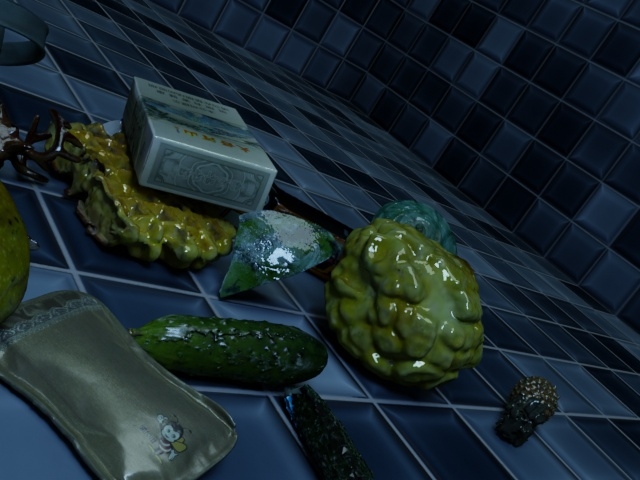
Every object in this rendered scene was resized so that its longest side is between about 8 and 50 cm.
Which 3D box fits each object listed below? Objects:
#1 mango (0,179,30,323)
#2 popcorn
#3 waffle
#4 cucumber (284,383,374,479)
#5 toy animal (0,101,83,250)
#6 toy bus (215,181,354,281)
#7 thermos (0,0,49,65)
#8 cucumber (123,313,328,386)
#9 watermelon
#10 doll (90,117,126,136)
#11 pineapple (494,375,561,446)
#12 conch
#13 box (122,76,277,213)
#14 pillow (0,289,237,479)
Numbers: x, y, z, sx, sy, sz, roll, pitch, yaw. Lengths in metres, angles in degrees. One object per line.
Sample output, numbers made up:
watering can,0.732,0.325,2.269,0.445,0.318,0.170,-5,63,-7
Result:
mango,-0.359,-0.057,0.501,0.330,0.176,0.176,23,-13,-22
popcorn,0.113,0.083,0.929,0.217,0.181,0.235,23,24,-40
waffle,-0.237,-0.060,0.907,0.283,0.065,0.309,32,13,-8
cucumber,0.026,0.216,0.633,0.044,0.043,0.256,26,16,-37
toy animal,-0.362,-0.069,0.715,0.260,0.087,0.243,17,35,-44
toy bus,0.000,0.000,1.109,0.409,0.092,0.093,29,15,-12
thermos,-0.384,-0.212,0.719,0.182,0.144,0.287,10,-4,-31
cucumber,-0.086,0.108,0.696,0.227,0.069,0.069,14,25,-39
watermelon,-0.052,0.011,0.889,0.155,0.101,0.080,-10,-6,0
doll,-0.251,-0.133,1.101,0.227,0.057,0.114,21,24,-39
pineapple,0.290,0.242,1.001,0.074,0.074,0.159,39,22,19
conch,0.187,0.002,1.369,0.196,0.134,0.202,35,16,13
box,-0.175,-0.137,0.967,0.164,0.069,0.256,14,22,-27
pillow,-0.174,0.116,0.561,0.217,0.033,0.130,38,30,19
